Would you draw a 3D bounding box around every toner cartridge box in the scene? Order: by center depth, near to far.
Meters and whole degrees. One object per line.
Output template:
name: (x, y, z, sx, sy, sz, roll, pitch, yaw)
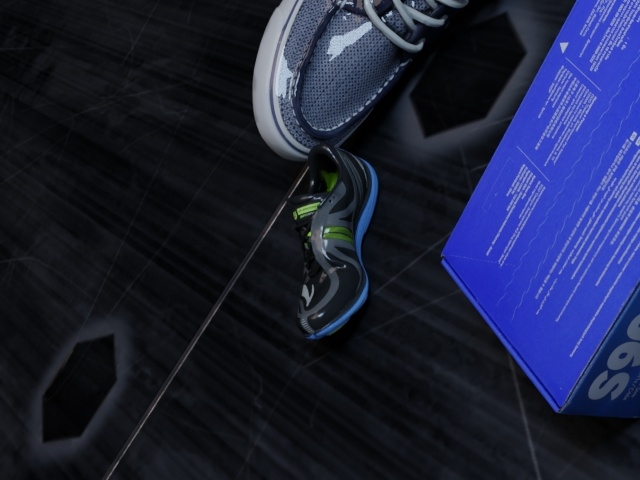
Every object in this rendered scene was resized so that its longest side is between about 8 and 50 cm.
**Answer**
toner cartridge box: (0.208, -0.077, 0.802, 0.165, 0.075, 0.348, 56, 129, 45)

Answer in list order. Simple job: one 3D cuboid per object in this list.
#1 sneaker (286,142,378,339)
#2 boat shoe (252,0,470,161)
sneaker: (0.000, 0.000, 1.107, 0.067, 0.078, 0.188, -23, 45, 38)
boat shoe: (0.073, -0.219, 1.154, 0.158, 0.127, 0.340, 2, 60, 56)
